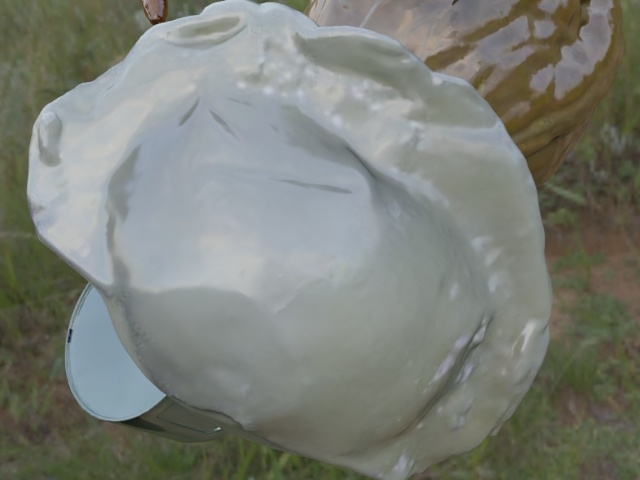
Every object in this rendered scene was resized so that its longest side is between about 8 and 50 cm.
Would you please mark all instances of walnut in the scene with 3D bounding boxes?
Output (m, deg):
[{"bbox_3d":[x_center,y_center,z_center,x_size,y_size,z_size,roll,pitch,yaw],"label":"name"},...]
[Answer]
[{"bbox_3d":[0.130,-0.176,1.085,0.333,0.332,0.333,-6,29,3],"label":"walnut"}]

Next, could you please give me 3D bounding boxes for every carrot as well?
[{"bbox_3d":[-0.203,-0.337,1.404,0.043,0.043,0.248,-9,47,-3],"label":"carrot"}]

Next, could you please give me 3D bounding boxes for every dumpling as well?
[{"bbox_3d":[0.000,0.000,0.528,0.193,0.258,0.147,-46,12,4],"label":"dumpling"}]

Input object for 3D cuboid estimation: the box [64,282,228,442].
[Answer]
[{"bbox_3d":[-0.186,0.130,1.450,0.226,0.226,0.149,22,-4,42],"label":"box"}]
